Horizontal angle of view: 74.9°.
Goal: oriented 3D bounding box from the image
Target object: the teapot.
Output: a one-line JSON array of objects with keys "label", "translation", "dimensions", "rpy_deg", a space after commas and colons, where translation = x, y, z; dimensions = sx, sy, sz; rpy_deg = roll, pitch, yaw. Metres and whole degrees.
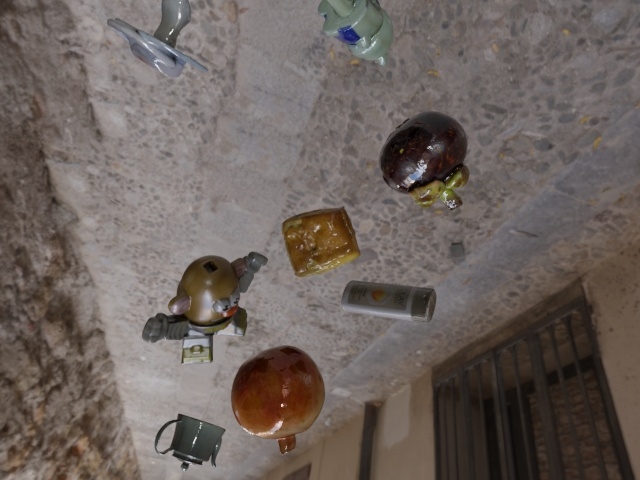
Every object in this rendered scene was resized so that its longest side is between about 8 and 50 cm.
[{"label": "teapot", "translation": [-0.409, 0.639, 1.309], "dimensions": [0.163, 0.148, 0.239], "rpy_deg": [-8, 143, 42]}]

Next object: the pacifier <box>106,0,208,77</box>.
[{"label": "pacifier", "translation": [-0.398, -0.543, 1.068], "dimensions": [0.279, 0.207, 0.227], "rpy_deg": [35, -171, 30]}]

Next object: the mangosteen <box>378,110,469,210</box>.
[{"label": "mangosteen", "translation": [0.233, -0.158, 0.882], "dimensions": [0.217, 0.192, 0.192], "rpy_deg": [51, 134, 0]}]

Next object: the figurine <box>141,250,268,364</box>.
[{"label": "figurine", "translation": [-0.270, 0.152, 1.021], "dimensions": [0.167, 0.342, 0.284], "rpy_deg": [19, 131, 7]}]

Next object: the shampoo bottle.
[{"label": "shampoo bottle", "translation": [0.166, 0.148, 1.035], "dimensions": [0.228, 0.086, 0.055], "rpy_deg": [3, 143, 33]}]

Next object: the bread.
[{"label": "bread", "translation": [0.000, 0.000, 1.372], "dimensions": [0.235, 0.210, 0.099], "rpy_deg": [-17, 179, 3]}]

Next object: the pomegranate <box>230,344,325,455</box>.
[{"label": "pomegranate", "translation": [-0.110, 0.428, 1.129], "dimensions": [0.252, 0.270, 0.229], "rpy_deg": [-15, 156, -9]}]

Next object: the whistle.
[{"label": "whistle", "translation": [0.056, -0.375, 0.701], "dimensions": [0.092, 0.110, 0.244], "rpy_deg": [-20, 165, 30]}]
